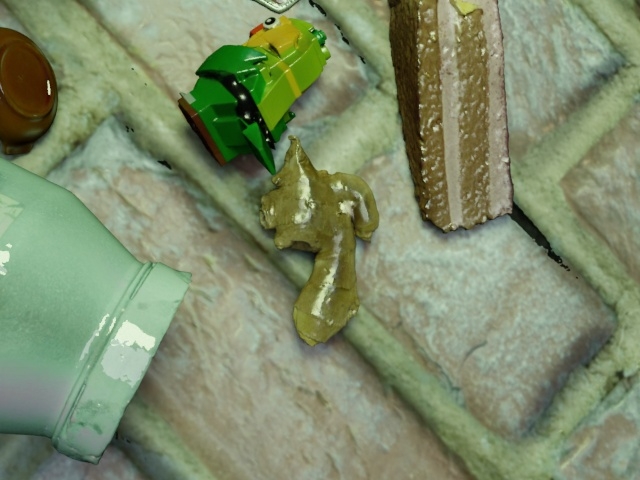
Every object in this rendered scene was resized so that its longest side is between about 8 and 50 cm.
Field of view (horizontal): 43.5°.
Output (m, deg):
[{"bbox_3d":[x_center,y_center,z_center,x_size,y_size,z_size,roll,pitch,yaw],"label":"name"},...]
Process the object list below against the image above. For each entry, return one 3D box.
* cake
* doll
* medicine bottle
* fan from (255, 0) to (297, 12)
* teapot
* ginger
[{"bbox_3d":[0.151,-0.158,0.900,0.116,0.113,0.295,-10,91,-9],"label":"cake"},{"bbox_3d":[-0.065,-0.162,0.851,0.134,0.106,0.186,13,60,32],"label":"doll"},{"bbox_3d":[-0.287,0.055,0.729,0.290,0.245,0.245,25,80,-7],"label":"medicine bottle"},{"bbox_3d":[-0.027,-0.323,0.930,0.220,0.009,0.132,18,82,-7],"label":"fan"},{"bbox_3d":[-0.326,-0.154,0.832,0.098,0.078,0.129,-25,103,-51],"label":"teapot"},{"bbox_3d":[-0.009,0.005,0.875,0.133,0.059,0.214,17,83,-16],"label":"ginger"}]
